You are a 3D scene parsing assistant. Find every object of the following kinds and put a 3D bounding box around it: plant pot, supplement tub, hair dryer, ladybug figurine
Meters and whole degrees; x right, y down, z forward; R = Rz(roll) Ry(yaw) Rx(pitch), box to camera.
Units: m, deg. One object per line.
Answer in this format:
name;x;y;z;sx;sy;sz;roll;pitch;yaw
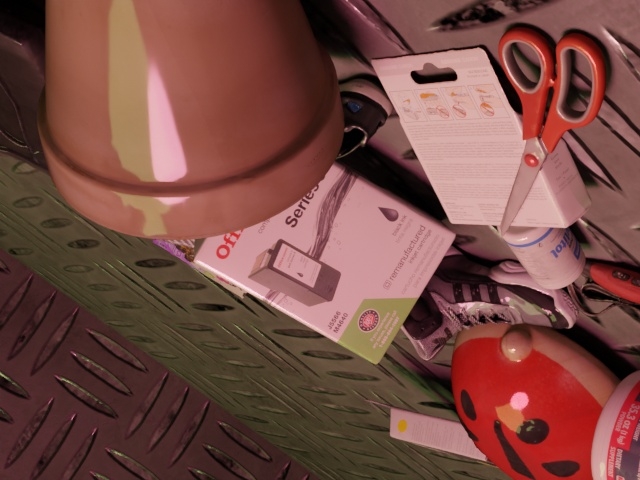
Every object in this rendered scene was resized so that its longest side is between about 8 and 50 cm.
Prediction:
plant pot;-0.144;-0.207;1.151;0.323;0.323;0.280;23;143;24
supplement tub;0.257;0.000;1.349;0.071;0.071;0.107;11;153;45
supplement tub;0.507;0.286;1.491;0.272;0.191;0.191;14;154;41
hair dryer;0.381;0.073;1.329;0.224;0.080;0.293;28;160;10
ladybug figurine;0.327;0.262;1.728;0.305;0.162;0.449;18;158;36

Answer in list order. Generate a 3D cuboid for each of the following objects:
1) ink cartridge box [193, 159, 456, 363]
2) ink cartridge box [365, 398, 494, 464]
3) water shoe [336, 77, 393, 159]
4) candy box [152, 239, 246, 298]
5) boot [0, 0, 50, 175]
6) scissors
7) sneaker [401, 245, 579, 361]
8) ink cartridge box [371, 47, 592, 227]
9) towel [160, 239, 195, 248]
ink cartridge box;0.000;0.000;1.475;0.273;0.198;0.115;29;-174;-10
ink cartridge box;0.280;0.366;2.084;0.304;0.072;0.307;21;168;-39
water shoe;0.008;-0.136;1.369;0.073;0.080;0.203;37;160;-16
candy box;-0.187;0.008;2.024;0.196;0.070;0.165;33;160;-2
boot;-0.500;-0.265;1.706;0.367;0.146;0.445;19;162;9
scissors;0.222;-0.088;1.149;0.109;0.021;0.297;23;142;26
sneaker;0.200;0.100;1.552;0.269;0.153;0.101;20;158;30
ink cartridge box;0.172;-0.116;1.255;0.181;0.056;0.224;4;129;53
towel;-0.218;-0.115;1.586;0.235;0.121;0.283;14;138;47
